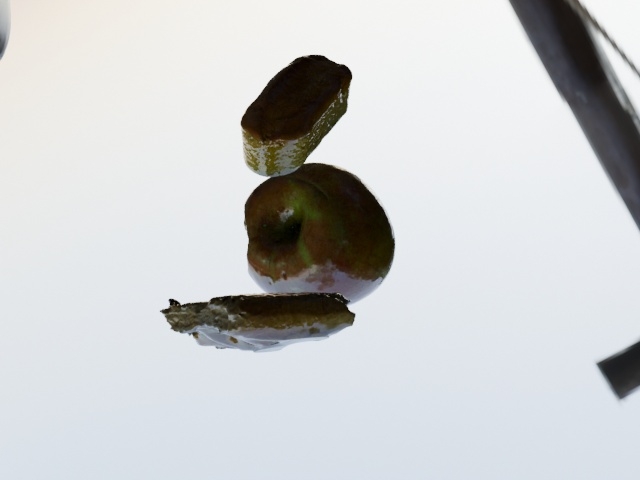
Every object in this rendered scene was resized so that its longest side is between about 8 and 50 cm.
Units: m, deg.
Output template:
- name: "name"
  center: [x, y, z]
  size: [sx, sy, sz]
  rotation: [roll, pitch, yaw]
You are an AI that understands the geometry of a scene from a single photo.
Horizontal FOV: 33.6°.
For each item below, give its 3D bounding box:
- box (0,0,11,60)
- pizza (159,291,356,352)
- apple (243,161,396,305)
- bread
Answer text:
- name: "box"
  center: [-0.577, -0.349, 1.418]
  size: [0.301, 0.301, 0.216]
  rotation: [-37, 174, -8]
- name: "pizza"
  center: [-0.104, 0.104, 1.320]
  size: [0.189, 0.071, 0.297]
  rotation: [0, 176, -38]
- name: "apple"
  center: [0.000, 0.000, 1.734]
  size: [0.246, 0.226, 0.246]
  rotation: [-11, -111, 30]
- name: "bread"
  center: [-0.030, -0.181, 1.487]
  size: [0.102, 0.094, 0.245]
  rotation: [16, -141, 18]
